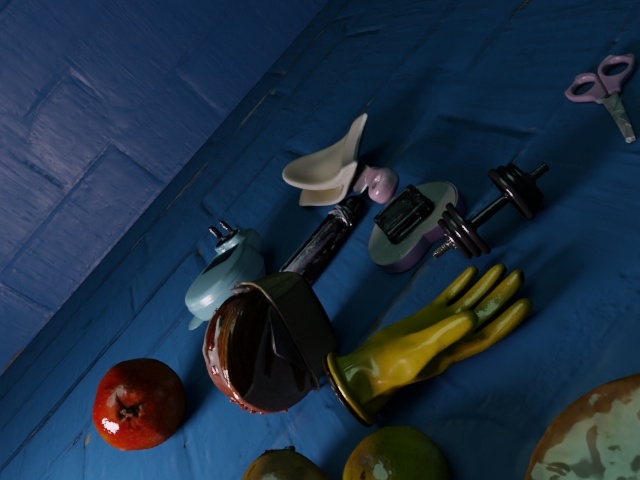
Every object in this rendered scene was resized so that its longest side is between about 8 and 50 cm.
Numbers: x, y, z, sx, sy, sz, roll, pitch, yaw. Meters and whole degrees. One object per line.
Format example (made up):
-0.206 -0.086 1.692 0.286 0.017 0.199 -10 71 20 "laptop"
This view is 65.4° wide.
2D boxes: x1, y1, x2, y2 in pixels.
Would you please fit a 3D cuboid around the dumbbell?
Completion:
0.254 -0.043 0.752 0.208 0.099 0.099 -41 30 14 "dumbbell"

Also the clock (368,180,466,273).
0.159 -0.042 0.920 0.198 0.064 0.172 -43 30 9 "clock"

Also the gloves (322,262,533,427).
0.154 0.127 0.697 0.294 0.116 0.133 -37 37 8 "gloves"

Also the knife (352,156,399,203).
0.106 -0.134 1.104 0.081 0.043 0.336 -62 12 9 "knife"

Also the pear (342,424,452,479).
0.080 0.286 0.593 0.141 0.104 0.141 -34 28 21 "pear"

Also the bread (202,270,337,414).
-0.081 0.172 0.822 0.142 0.224 0.212 -6 27 50 "bread"

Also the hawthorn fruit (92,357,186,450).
-0.379 0.342 1.034 0.196 0.196 0.225 -55 0 -12 "hawthorn fruit"

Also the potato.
-0.043 0.353 0.656 0.176 0.137 0.137 8 61 54 "potato"

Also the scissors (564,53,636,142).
0.451 -0.219 0.775 0.110 0.021 0.212 -30 33 34 "scissors"

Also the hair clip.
0.021 -0.170 1.226 0.282 0.113 0.173 -19 45 38 "hair clip"

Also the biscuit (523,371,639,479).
0.321 0.206 0.419 0.309 0.040 0.205 -18 41 43 "biscuit"

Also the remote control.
0.000 0.000 1.082 0.266 0.066 0.090 -54 33 -8 "remote control"

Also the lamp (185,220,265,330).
-0.219 0.081 1.199 0.209 0.147 0.284 -27 44 31 "lamp"
